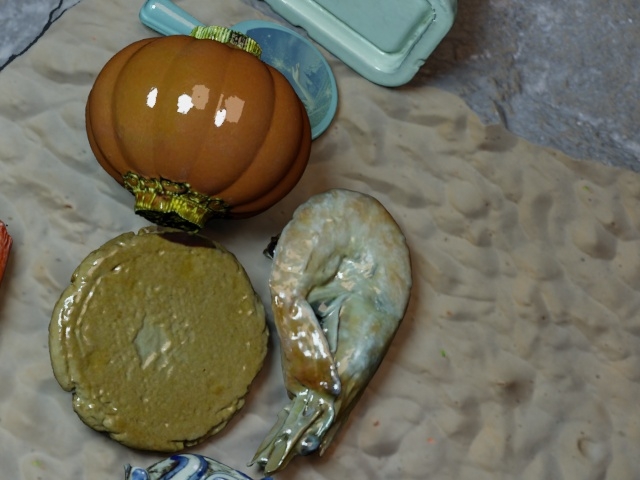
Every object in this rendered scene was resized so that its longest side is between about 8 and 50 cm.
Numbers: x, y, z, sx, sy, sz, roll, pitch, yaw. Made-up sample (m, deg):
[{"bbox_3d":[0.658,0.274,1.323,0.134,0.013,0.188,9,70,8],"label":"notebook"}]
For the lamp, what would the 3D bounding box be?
[{"bbox_3d":[-0.119,-0.107,1.399,0.223,0.223,0.196,20,76,-11],"label":"lamp"}]

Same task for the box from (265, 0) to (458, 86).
[{"bbox_3d":[0.030,-0.343,1.593,0.312,0.175,0.182,37,52,-2],"label":"box"}]

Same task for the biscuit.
[{"bbox_3d":[-0.151,0.093,1.365,0.226,0.042,0.226,1,89,-32],"label":"biscuit"}]

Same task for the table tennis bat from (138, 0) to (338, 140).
[{"bbox_3d":[-0.087,-0.191,1.554,0.237,0.038,0.149,33,61,-8],"label":"table tennis bat"}]

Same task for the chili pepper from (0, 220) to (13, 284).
[{"bbox_3d":[-0.346,0.061,1.317,0.084,0.086,0.192,39,45,-33],"label":"chili pepper"}]

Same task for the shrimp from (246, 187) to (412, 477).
[{"bbox_3d":[-0.004,0.085,1.424,0.168,0.077,0.317,40,58,-23],"label":"shrimp"}]

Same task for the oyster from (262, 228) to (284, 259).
[{"bbox_3d":[0.000,0.000,1.504,0.086,0.029,0.132,37,62,-1],"label":"oyster"}]

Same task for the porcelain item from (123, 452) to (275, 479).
[{"bbox_3d":[-0.102,0.311,1.239,0.186,0.138,0.288,14,38,-6],"label":"porcelain item"}]
